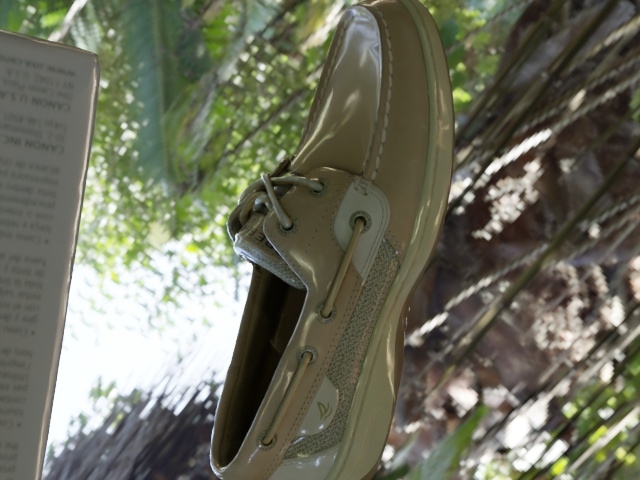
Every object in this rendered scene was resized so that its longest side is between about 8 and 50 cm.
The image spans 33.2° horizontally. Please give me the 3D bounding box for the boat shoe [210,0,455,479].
[{"bbox_3d":[0.000,0.000,0.631,0.098,0.302,0.109,8,-174,-27],"label":"boat shoe"}]

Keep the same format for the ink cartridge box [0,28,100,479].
[{"bbox_3d":[-0.288,0.067,0.509,0.308,0.384,0.091,9,178,-28],"label":"ink cartridge box"}]
